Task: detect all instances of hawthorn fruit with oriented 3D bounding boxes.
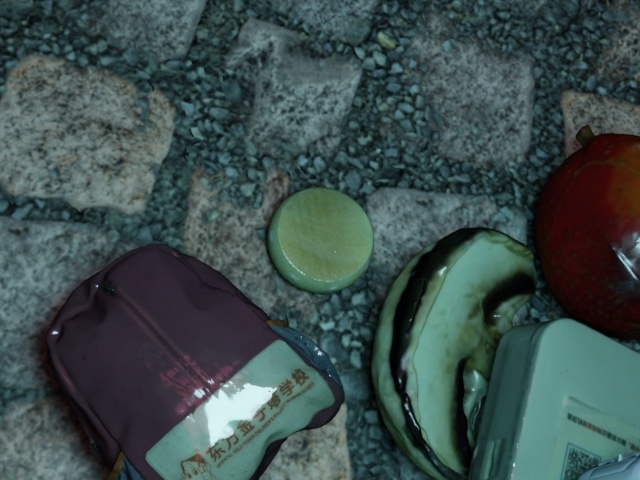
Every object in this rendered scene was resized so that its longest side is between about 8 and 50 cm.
[{"bbox_3d":[0.408,-0.020,1.479,0.265,0.265,0.307,-13,60,-18],"label":"hawthorn fruit"}]

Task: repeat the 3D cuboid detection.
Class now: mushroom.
[{"bbox_3d":[0.172,0.145,1.430,0.247,0.130,0.344,25,68,-35],"label":"mushroom"}]

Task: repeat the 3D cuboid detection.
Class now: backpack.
[{"bbox_3d":[-0.167,0.163,1.292,0.283,0.197,0.317,-41,81,-22],"label":"backpack"}]

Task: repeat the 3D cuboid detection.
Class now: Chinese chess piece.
[{"bbox_3d":[0.000,0.000,1.464,0.144,0.058,0.144,5,72,-14],"label":"Chinese chess piece"}]

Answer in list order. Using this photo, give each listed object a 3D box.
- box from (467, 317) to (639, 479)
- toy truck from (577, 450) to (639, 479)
[{"bbox_3d":[0.358,0.338,1.374,0.396,0.111,0.396,27,67,-23],"label":"box"},{"bbox_3d":[0.456,0.297,1.287,0.363,0.176,0.178,-14,77,-35],"label":"toy truck"}]
